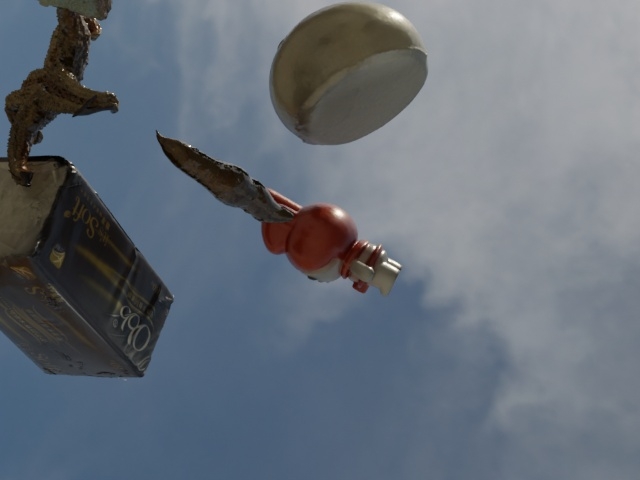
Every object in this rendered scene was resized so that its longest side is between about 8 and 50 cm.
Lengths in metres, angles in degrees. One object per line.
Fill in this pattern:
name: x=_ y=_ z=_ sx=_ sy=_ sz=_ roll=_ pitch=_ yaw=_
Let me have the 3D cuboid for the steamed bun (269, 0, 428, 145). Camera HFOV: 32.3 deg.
steamed bun: x=0.036 y=-0.300 z=1.889 sx=0.283 sy=0.283 sz=0.177 roll=-40 pitch=-113 yaw=25

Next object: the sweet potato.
sweet potato: x=-0.144 y=-0.091 z=1.680 sx=0.067 sy=0.274 sz=0.067 roll=-26 pitch=-133 yaw=33

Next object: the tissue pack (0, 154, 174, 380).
tissue pack: x=-0.402 y=0.052 z=1.710 sx=0.210 sy=0.370 sz=0.198 roll=-2 pitch=-126 yaw=22

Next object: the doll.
doll: x=0.000 y=0.000 z=1.876 sx=0.290 sy=0.161 sz=0.129 roll=28 pitch=-73 yaw=5

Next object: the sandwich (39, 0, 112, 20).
sandwich: x=-0.251 y=-0.259 z=1.070 sx=0.105 sy=0.093 sz=0.035 roll=108 pitch=-3 yaw=-72

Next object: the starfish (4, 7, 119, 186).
starfish: x=-0.374 y=-0.236 z=1.603 sx=0.312 sy=0.113 sz=0.303 roll=-64 pitch=-151 yaw=9
